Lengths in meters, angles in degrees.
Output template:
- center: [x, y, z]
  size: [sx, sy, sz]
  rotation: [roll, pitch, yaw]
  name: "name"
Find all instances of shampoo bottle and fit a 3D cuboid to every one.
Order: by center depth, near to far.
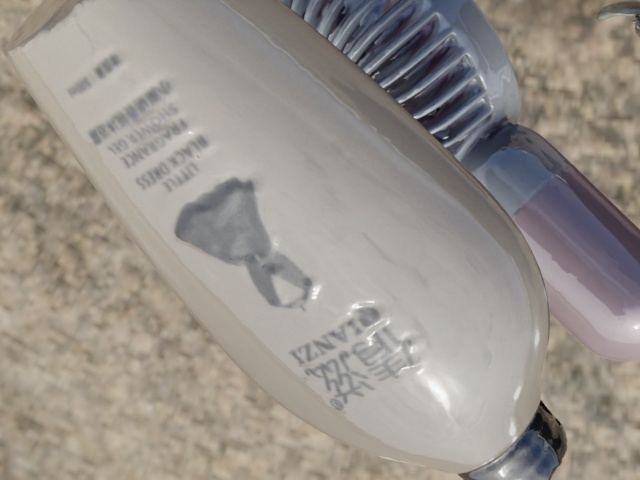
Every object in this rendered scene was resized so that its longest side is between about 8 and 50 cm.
- center: [0.000, 0.000, 0.667]
  size: [0.127, 0.078, 0.257]
  rotation: [-33, 112, 31]
  name: "shampoo bottle"

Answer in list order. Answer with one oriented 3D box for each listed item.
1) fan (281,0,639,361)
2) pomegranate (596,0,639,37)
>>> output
- center: [0.068, -0.041, 0.823]
  size: [0.244, 0.074, 0.130]
  rotation: [45, 160, 10]
  name: "fan"
- center: [0.240, -0.140, 1.041]
  size: [0.161, 0.122, 0.122]
  rotation: [-21, 113, 13]
  name: "pomegranate"
